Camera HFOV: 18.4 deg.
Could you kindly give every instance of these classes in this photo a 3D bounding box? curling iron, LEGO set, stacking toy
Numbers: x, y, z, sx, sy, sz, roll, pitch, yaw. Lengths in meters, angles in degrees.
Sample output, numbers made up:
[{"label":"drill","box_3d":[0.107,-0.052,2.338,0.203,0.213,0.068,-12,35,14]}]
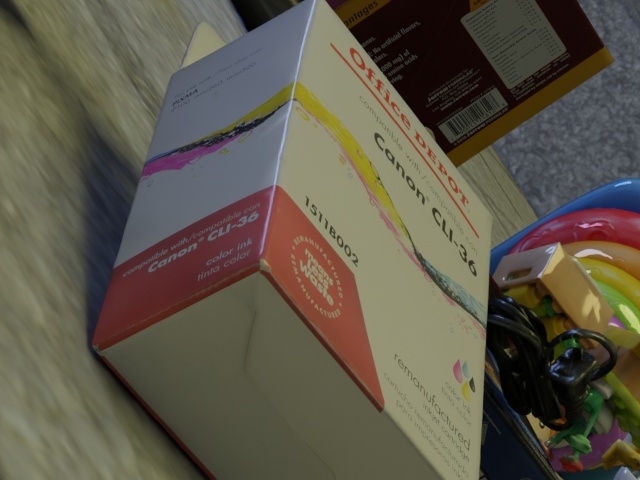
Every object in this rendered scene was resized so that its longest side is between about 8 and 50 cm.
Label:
[{"label":"curling iron","box_3d":[0.031,-0.032,0.766,0.274,0.035,0.068,53,-25,-19]},{"label":"LEGO set","box_3d":[0.141,0.127,0.965,0.132,0.107,0.287,38,-12,35]},{"label":"stacking toy","box_3d":[0.143,0.076,1.163,0.175,0.165,0.302,61,24,4]}]

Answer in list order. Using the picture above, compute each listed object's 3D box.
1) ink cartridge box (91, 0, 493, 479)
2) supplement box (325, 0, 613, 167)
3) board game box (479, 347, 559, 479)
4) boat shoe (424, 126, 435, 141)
[{"label":"ink cartridge box","box_3d":[0.000,0.000,0.659,0.115,0.067,0.198,51,26,-26]},{"label":"supplement box","box_3d":[0.064,-0.164,1.379,0.194,0.191,0.129,48,12,-47]},{"label":"board game box","box_3d":[0.018,0.018,0.884,0.194,0.060,0.194,53,8,-19]},{"label":"boat shoe","box_3d":[0.009,-0.060,1.203,0.065,0.075,0.206,13,-3,23]}]
